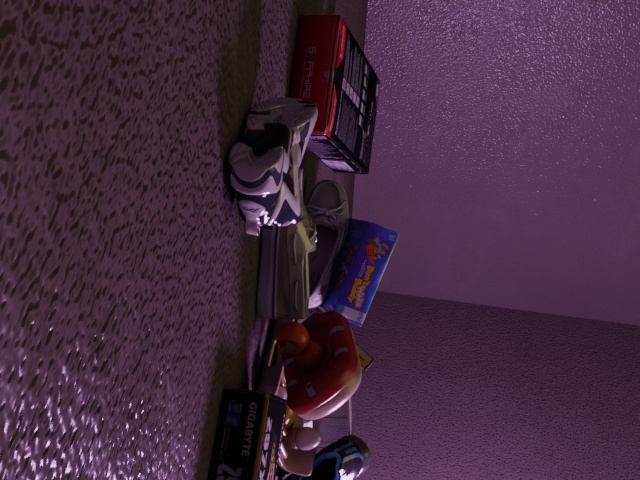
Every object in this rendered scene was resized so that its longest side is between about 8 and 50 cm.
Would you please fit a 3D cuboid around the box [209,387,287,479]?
[{"bbox_3d":[-0.124,0.408,1.174,0.257,0.079,0.322,72,26,-74],"label":"box"}]

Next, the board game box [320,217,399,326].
[{"bbox_3d":[0.065,0.064,1.831,0.234,0.078,0.347,-67,-166,0],"label":"board game box"}]

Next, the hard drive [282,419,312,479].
[{"bbox_3d":[-0.044,0.636,2.068,0.203,0.040,0.308,-1,104,-65],"label":"hard drive"}]

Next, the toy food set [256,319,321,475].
[{"bbox_3d":[-0.050,0.323,1.533,0.220,0.092,0.306,-78,161,-45],"label":"toy food set"}]

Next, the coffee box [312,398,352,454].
[{"bbox_3d":[0.029,0.414,1.839,0.141,0.098,0.247,54,34,-82],"label":"coffee box"}]

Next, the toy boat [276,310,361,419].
[{"bbox_3d":[-0.022,0.205,1.316,0.151,0.151,0.231,45,16,-29],"label":"toy boat"}]

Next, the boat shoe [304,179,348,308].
[{"bbox_3d":[-0.003,0.001,1.735,0.103,0.118,0.321,94,11,-76],"label":"boat shoe"}]

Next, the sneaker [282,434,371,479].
[{"bbox_3d":[-0.040,0.569,1.648,0.341,0.125,0.139,-50,156,12],"label":"sneaker"}]

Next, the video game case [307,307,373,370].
[{"bbox_3d":[0.038,0.239,1.902,0.035,0.248,0.275,-48,172,-3],"label":"video game case"}]

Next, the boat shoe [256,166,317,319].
[{"bbox_3d":[-0.052,-0.003,1.284,0.109,0.094,0.303,-67,164,-71],"label":"boat shoe"}]

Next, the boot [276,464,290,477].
[{"bbox_3d":[-0.086,0.502,1.723,0.258,0.095,0.124,75,27,-54],"label":"boot"}]

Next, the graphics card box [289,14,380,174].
[{"bbox_3d":[0.036,-0.289,1.522,0.371,0.094,0.233,20,76,-71],"label":"graphics card box"}]

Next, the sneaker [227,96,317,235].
[{"bbox_3d":[-0.065,-0.097,1.036,0.235,0.093,0.153,-76,172,-53],"label":"sneaker"}]
